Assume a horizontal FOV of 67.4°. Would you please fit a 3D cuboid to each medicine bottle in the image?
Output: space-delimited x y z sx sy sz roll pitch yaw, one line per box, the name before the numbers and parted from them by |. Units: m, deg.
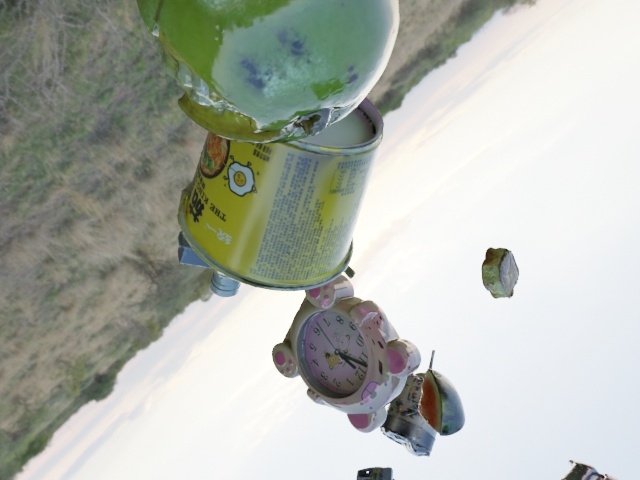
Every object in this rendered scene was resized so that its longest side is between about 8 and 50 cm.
medicine bottle | -0.189 0.022 1.016 0.090 0.090 0.217 -52 164 -52

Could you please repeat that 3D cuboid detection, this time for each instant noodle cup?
instant noodle cup | -0.055 -0.117 0.784 0.326 0.325 0.254 -51 168 -48

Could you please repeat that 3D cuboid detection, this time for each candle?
candle | 0.330 0.533 1.606 0.330 0.187 0.187 -63 -166 -22

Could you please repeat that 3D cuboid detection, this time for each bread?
bread | 0.538 0.099 1.440 0.069 0.140 0.128 -3 -135 43

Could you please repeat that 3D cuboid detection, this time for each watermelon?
watermelon | 0.248 0.357 1.023 0.094 0.125 0.135 -23 -159 28

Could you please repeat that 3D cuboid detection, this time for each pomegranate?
pomegranate | -0.069 -0.232 0.438 0.236 0.302 0.236 -36 173 -6

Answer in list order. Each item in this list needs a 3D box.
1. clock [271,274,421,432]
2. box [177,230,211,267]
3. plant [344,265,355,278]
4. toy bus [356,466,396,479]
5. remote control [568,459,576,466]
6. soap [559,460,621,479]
clock | 0.053 0.255 1.093 0.114 0.309 0.284 -2 123 -55
box | -0.283 0.023 1.109 0.054 0.099 0.074 -64 -150 23
plant | -0.018 -0.034 1.463 0.306 0.296 0.261 -49 -156 25
toy bus | 0.189 0.906 1.633 0.135 0.330 0.109 3 -150 13
remote control | 0.621 0.545 1.104 0.044 0.229 0.073 -40 -135 7
soap | 0.415 0.472 0.708 0.323 0.109 0.192 -4 -167 -45
